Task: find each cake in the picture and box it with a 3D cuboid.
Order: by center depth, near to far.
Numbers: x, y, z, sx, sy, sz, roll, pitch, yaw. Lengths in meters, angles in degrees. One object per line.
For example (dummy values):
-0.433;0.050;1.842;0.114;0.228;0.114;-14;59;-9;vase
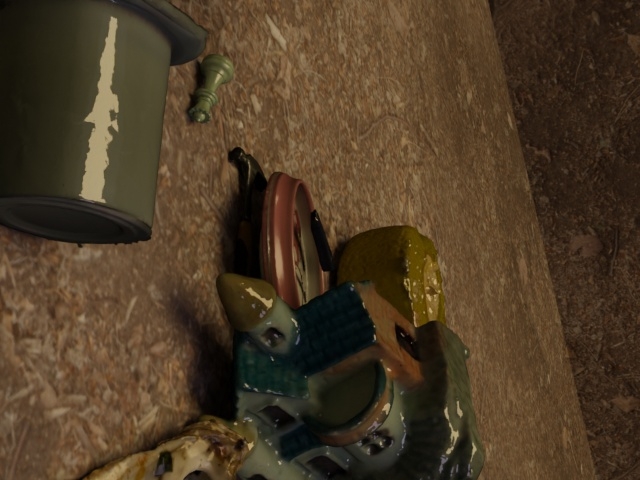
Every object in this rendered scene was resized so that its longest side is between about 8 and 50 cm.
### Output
0.115;0.109;1.502;0.179;0.156;0.261;-15;94;-72;cake

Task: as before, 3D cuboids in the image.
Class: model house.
-0.013;0.160;1.087;0.325;0.267;0.194;46;27;-34;model house

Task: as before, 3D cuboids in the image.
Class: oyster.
-0.169;0.260;0.912;0.294;0.094;0.166;5;60;-54;oyster

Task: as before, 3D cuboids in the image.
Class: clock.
-0.039;0.032;1.262;0.244;0.056;0.245;-6;90;-82;clock

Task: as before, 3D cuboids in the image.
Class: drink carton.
-0.208;-0.107;0.825;0.185;0.191;0.190;36;56;-60;drink carton

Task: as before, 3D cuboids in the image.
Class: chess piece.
-0.134;-0.178;1.177;0.042;0.042;0.093;54;41;-46;chess piece

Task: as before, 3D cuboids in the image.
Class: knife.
0.000;0.000;1.299;0.121;0.018;0.031;70;15;-52;knife

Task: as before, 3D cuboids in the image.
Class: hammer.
-0.093;-0.014;1.230;0.078;0.021;0.201;39;47;-56;hammer
